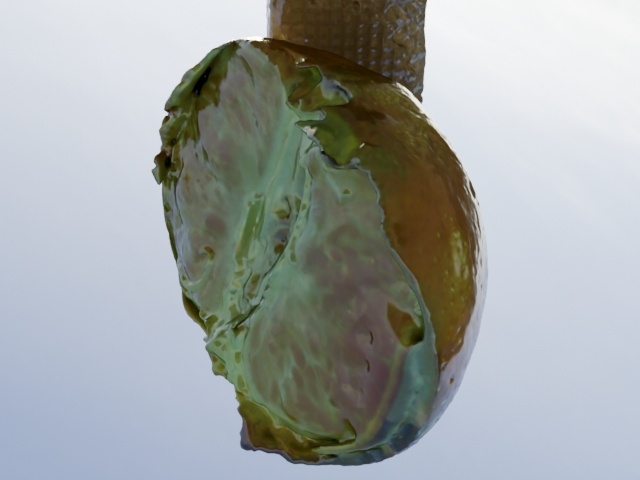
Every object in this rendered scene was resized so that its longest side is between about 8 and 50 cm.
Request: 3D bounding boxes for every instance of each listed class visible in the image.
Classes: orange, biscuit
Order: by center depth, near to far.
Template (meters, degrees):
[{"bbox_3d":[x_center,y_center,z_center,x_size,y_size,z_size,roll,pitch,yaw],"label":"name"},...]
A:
[{"bbox_3d":[0.008,-0.003,0.857,0.196,0.263,0.334,-14,-144,-20],"label":"orange"},{"bbox_3d":[0.022,-0.172,0.975,0.144,0.426,0.078,-2,-146,-4],"label":"biscuit"}]
